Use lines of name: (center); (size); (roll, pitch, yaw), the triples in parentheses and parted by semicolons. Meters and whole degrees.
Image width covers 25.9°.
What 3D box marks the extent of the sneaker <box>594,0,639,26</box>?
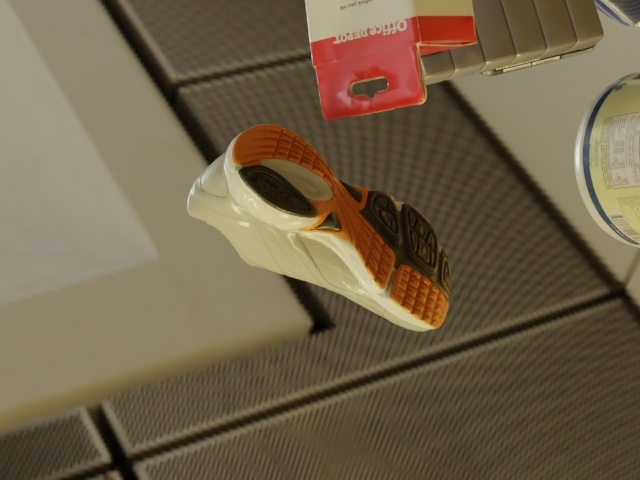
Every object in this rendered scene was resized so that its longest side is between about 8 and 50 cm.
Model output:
sneaker: (0.522, -0.448, 2.066); (0.127, 0.315, 0.182); (44, -178, -9)

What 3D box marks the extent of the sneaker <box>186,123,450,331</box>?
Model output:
sneaker: (0.000, 0.000, 1.228); (0.262, 0.121, 0.099); (37, -128, -22)

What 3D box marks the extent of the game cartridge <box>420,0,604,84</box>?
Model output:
game cartridge: (0.165, -0.364, 1.549); (0.230, 0.068, 0.355); (-14, -95, -18)

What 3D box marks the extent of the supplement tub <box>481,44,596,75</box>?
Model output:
supplement tub: (0.269, -0.291, 1.886); (0.190, 0.117, 0.117); (-12, -132, 6)

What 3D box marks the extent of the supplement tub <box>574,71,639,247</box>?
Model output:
supplement tub: (0.494, -0.110, 1.708); (0.235, 0.325, 0.235); (1, -93, -27)

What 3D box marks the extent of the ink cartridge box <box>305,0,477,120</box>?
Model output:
ink cartridge box: (0.056, -0.227, 1.213); (0.078, 0.134, 0.231); (-9, -87, -42)
